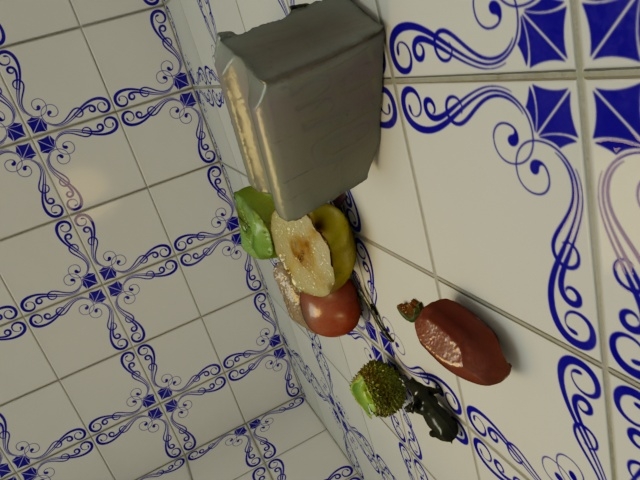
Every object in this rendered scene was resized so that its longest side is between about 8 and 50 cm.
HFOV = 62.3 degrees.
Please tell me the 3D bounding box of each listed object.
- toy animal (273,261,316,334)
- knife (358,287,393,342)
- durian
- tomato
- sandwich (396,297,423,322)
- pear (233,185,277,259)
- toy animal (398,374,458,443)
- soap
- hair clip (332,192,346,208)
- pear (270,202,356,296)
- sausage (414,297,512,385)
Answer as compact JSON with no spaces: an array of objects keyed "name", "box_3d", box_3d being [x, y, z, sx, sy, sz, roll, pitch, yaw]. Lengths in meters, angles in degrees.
[{"name":"toy animal","box_3d":[-0.042,0.221,2.192,0.188,0.226,0.358,12,125,56]},{"name":"knife","box_3d":[0.193,0.263,1.859,0.222,0.021,0.045,59,163,12]},{"name":"durian","box_3d":[0.212,0.534,1.898,0.237,0.177,0.200,96,157,-50]},{"name":"tomato","box_3d":[0.037,0.237,1.980,0.256,0.224,0.255,164,90,-80]},{"name":"sandwich","box_3d":[0.265,0.207,1.543,0.067,0.029,0.135,64,163,7]},{"name":"pear","box_3d":[-0.220,-0.060,2.395,0.318,0.238,0.342,38,144,36]},{"name":"toy animal","box_3d":[0.335,0.512,1.630,0.245,0.114,0.146,41,165,10]},{"name":"soap","box_3d":[-0.027,-0.304,1.265,0.213,0.350,0.435,46,156,33]},{"name":"hair clip","box_3d":[0.059,-0.130,1.749,0.137,0.022,0.054,106,141,-65]},{"name":"pear","box_3d":[0.000,0.000,1.788,0.340,0.191,0.386,55,150,9]},{"name":"sausage","box_3d":[0.317,0.227,1.217,0.254,0.148,0.148,40,149,54]}]
